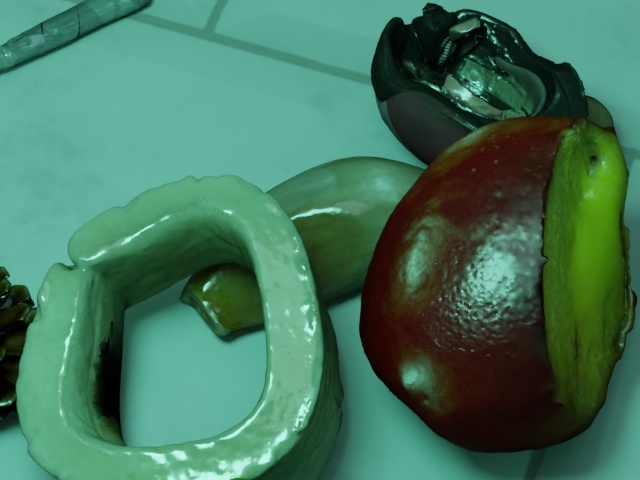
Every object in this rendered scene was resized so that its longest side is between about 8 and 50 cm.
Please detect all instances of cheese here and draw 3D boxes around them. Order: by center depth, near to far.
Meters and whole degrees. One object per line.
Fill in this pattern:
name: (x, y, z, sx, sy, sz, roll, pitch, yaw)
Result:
cheese: (-0.133, 0.107, 1.907, 0.292, 0.153, 0.332, -4, 66, 8)

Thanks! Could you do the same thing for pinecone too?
pinecone: (-0.346, 0.092, 1.943, 0.163, 0.165, 0.163, -2, 51, 3)

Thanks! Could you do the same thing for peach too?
peach: (0.197, 0.035, 1.913, 0.281, 0.281, 0.338, 41, 92, 23)

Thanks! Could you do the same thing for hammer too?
hammer: (-0.379, -0.201, 2.214, 0.427, 0.044, 0.152, -32, 63, -21)

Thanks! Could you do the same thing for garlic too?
garlic: (-0.003, -0.008, 2.068, 0.318, 0.112, 0.143, -29, 64, -7)

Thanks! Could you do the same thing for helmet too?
helmet: (0.156, -0.140, 2.109, 0.198, 0.154, 0.253, -11, 49, -26)

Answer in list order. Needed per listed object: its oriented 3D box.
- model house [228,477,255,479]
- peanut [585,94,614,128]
model house: (0.022, 0.320, 1.731, 0.237, 0.303, 0.215, 9, 50, 6)
peanut: (0.271, -0.095, 2.140, 0.076, 0.076, 0.152, 17, 56, 10)
